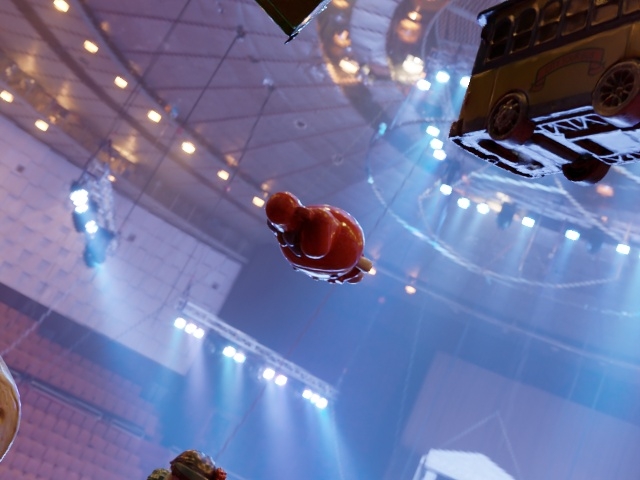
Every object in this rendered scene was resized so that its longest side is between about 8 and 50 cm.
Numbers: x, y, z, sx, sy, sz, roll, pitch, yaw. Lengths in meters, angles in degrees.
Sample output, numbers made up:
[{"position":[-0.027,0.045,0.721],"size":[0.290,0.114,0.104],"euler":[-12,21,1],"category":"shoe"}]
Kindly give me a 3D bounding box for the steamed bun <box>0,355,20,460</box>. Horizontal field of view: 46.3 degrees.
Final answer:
[{"position":[-0.576,0.248,1.188],"size":[0.154,0.250,0.200],"euler":[-6,32,-40],"category":"steamed bun"}]

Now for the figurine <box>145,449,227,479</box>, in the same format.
[{"position":[-0.160,0.277,0.865],"size":[0.106,0.047,0.060],"euler":[-32,-61,34],"category":"figurine"}]

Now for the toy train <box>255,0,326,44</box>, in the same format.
[{"position":[0.004,-0.348,0.881],"size":[0.132,0.243,0.188],"euler":[45,-57,-11],"category":"toy train"}]

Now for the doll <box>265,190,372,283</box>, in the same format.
[{"position":[0.000,0.000,1.334],"size":[0.161,0.130,0.290],"euler":[14,-17,28],"category":"doll"}]

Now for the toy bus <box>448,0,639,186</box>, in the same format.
[{"position":[0.266,-0.156,0.699],"size":[0.138,0.175,0.287],"euler":[20,-10,-27],"category":"toy bus"}]
